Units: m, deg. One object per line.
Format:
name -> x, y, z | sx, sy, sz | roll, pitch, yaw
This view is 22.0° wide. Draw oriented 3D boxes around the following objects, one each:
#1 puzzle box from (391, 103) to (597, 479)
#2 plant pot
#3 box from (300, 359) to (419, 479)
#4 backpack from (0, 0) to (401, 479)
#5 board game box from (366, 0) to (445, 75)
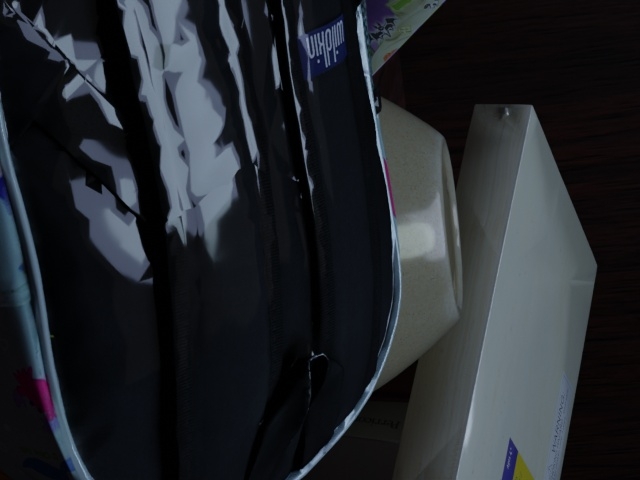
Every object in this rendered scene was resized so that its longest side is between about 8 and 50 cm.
puzzle box -> 0.141, 0.132, 1.316 | 0.272, 0.052, 0.409 | 58, 41, -54
plant pot -> 0.000, 0.000, 1.170 | 0.284, 0.191, 0.284 | -5, 90, -81
box -> 0.048, 0.130, 1.356 | 0.232, 0.149, 0.127 | -60, 145, -49
backpack -> -0.077, -0.023, 0.604 | 0.225, 0.191, 0.253 | -33, 115, -49
board game box -> -0.012, -0.127, 0.884 | 0.056, 0.347, 0.208 | 29, 36, -24
